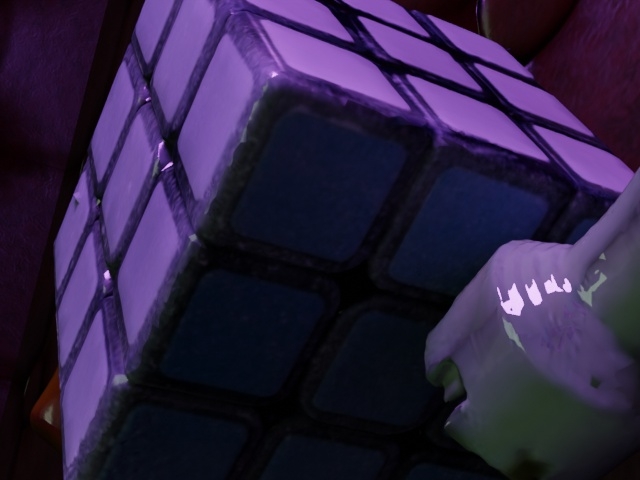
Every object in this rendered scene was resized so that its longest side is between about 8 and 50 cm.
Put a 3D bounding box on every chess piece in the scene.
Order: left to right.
[{"bbox_3d":[0.179,-0.010,0.465,0.299,0.195,0.194,-52,33,33],"label":"chess piece"}]

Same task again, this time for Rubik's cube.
[{"bbox_3d":[0.000,0.000,0.711,0.305,0.301,0.303,-64,28,22],"label":"Rubik's cube"}]

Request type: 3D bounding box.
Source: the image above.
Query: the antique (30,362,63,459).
[{"bbox_3d":[-0.109,0.160,0.879,0.129,0.278,0.223,98,-163,-64],"label":"antique"}]
